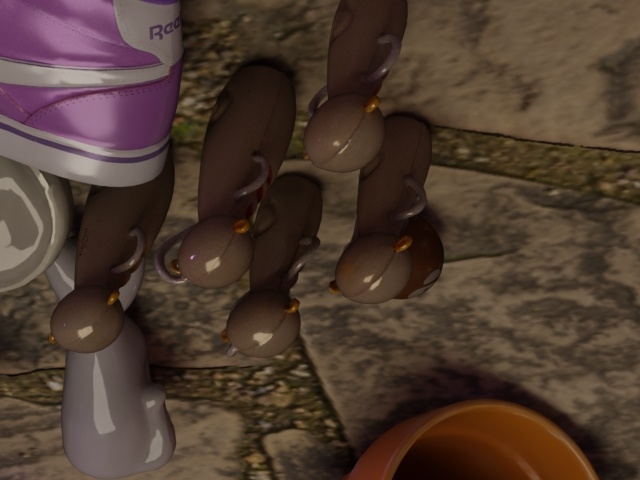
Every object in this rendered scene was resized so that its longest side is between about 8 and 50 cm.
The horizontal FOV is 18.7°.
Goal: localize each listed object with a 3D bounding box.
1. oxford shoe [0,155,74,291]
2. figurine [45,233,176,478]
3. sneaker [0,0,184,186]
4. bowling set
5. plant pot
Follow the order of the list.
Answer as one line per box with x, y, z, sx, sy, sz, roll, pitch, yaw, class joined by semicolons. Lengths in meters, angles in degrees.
-0.373;-0.049;1.162;0.449;0.130;0.169;17;119;-3;oxford shoe
-0.206;0.060;1.313;0.214;0.092;0.209;6;136;8;figurine
-0.210;-0.142;1.076;0.282;0.102;0.161;12;126;2;sneaker
0.000;0.000;1.123;0.200;0.154;0.287;34;137;-23;bowling set
0.071;0.225;1.357;0.205;0.205;0.188;32;153;-22;plant pot
